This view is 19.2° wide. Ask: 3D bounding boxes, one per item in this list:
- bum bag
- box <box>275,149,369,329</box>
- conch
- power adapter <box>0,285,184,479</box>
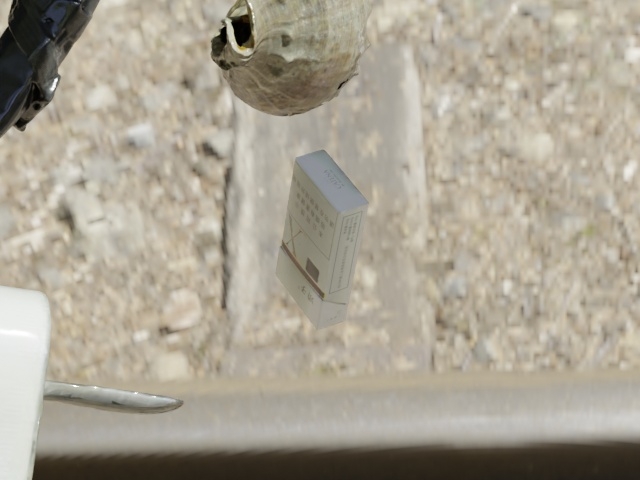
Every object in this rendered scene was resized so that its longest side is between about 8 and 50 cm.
[{"bbox_3d":[-0.256,-0.165,1.658,0.123,0.060,0.248,17,79,57],"label":"bum bag"},{"bbox_3d":[0.000,0.000,1.783,0.040,0.154,0.084,-19,50,-29],"label":"box"},{"bbox_3d":[-0.031,-0.172,1.444,0.130,0.207,0.155,8,95,22],"label":"conch"},{"bbox_3d":[-0.153,0.081,0.740,0.205,0.125,0.130,11,79,-20],"label":"power adapter"}]
